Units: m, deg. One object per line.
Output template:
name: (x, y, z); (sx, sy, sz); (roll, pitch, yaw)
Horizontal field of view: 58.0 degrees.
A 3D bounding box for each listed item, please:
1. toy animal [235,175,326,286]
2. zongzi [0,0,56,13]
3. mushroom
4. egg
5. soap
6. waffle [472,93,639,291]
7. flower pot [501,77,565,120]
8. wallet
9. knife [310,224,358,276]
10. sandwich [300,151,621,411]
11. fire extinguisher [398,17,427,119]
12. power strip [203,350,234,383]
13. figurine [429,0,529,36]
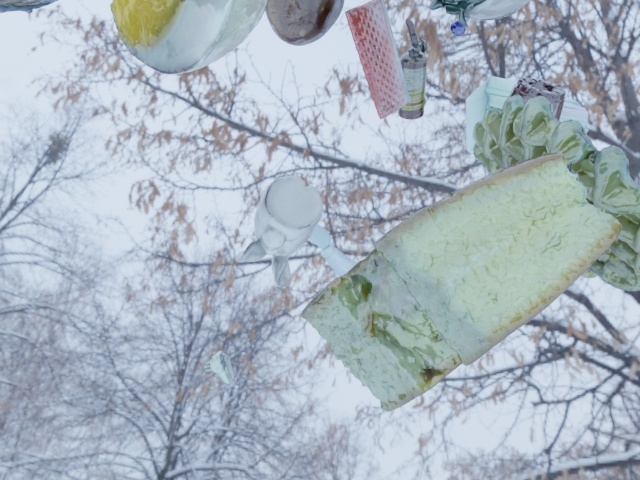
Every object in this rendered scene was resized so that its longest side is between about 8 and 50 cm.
toy animal: (-0.078, -0.024, 1.158); (0.127, 0.179, 0.193); (26, -39, -6)
zongzi: (-0.212, -0.396, 0.616); (0.392, 0.356, 0.174); (-13, -57, 24)
mushroom: (-0.031, -0.655, 1.386); (0.238, 0.345, 0.345); (-10, -39, -2)
egg: (-0.179, -0.428, 0.907); (0.337, 0.337, 0.201); (-33, -11, 40)
soap: (0.606, -0.344, 1.691); (0.346, 0.209, 0.115); (4, -9, -17)
waffle: (0.304, -0.053, 0.723); (0.056, 0.309, 0.292); (-42, -85, 1)
flower pot: (0.322, -0.196, 0.883); (0.111, 0.111, 0.089); (9, -55, -1)
wallet: (0.108, -0.327, 1.041); (0.020, 0.103, 0.197); (2, -59, 43)
knife: (0.002, 0.000, 1.469); (0.331, 0.044, 0.080); (44, -36, -18)
sandwich: (0.110, 0.031, 0.479); (0.122, 0.128, 0.236); (53, -53, 13)
fire extinguisher: (0.239, -0.461, 1.562); (0.075, 0.106, 0.252); (-25, -46, -22)
power strip: (-0.164, 0.205, 0.931); (0.035, 0.055, 0.083); (-19, -21, -2)
figurine: (0.315, -0.479, 0.857); (0.381, 0.261, 0.186); (-36, -72, 30)
